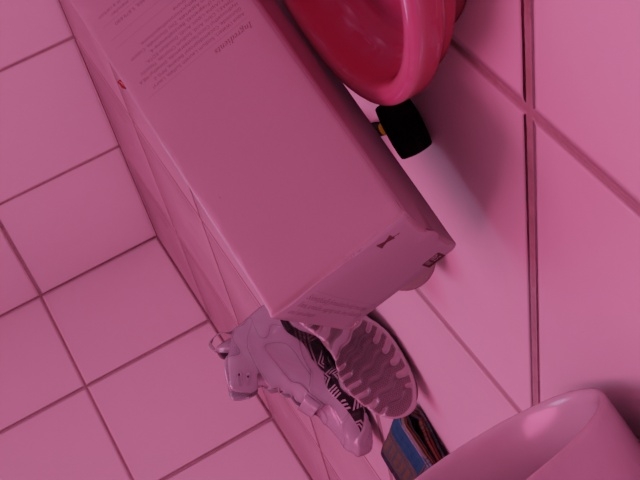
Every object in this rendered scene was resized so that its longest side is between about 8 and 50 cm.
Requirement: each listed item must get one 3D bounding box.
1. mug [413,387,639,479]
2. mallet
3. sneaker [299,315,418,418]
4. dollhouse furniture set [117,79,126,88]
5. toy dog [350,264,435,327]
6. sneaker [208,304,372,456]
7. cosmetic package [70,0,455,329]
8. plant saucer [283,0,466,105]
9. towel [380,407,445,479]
[{"bbox_3d":[0.251,0.322,0.932,0.328,0.276,0.374,56,137,2],"label":"mug"},{"bbox_3d":[0.074,-0.111,1.172,0.062,0.039,0.189,60,173,-2],"label":"mallet"},{"bbox_3d":[0.068,0.160,1.696,0.281,0.105,0.115,51,-166,33],"label":"sneaker"},{"bbox_3d":[-0.282,-0.379,1.858,0.201,0.152,0.374,63,-175,-7],"label":"dollhouse furniture set"},{"bbox_3d":[0.000,0.000,1.376,0.220,0.161,0.333,55,169,-6],"label":"toy dog"},{"bbox_3d":[-0.060,0.290,2.145,0.366,0.210,0.137,59,168,13],"label":"sneaker"},{"bbox_3d":[-0.051,-0.113,1.056,0.385,0.156,0.217,58,-168,19],"label":"cosmetic package"},{"bbox_3d":[0.021,-0.276,0.906,0.332,0.084,0.332,56,166,22],"label":"plant saucer"},{"bbox_3d":[0.192,0.424,1.828,0.271,0.040,0.370,58,168,17],"label":"towel"}]
